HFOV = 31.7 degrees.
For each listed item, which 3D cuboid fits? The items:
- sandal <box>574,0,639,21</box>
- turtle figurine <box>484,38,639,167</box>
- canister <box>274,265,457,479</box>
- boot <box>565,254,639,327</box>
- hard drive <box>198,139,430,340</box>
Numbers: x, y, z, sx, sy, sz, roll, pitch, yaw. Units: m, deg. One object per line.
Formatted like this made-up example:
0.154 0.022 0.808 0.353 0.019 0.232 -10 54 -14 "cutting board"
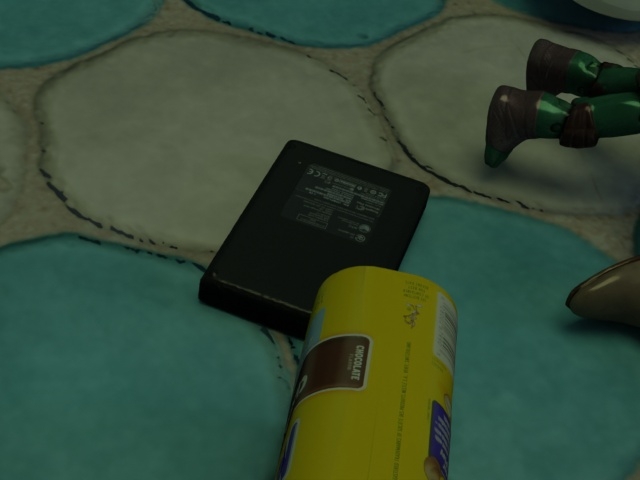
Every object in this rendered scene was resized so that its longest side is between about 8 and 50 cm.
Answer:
0.306 -0.299 0.972 0.169 0.102 0.416 37 57 5 "sandal"
0.230 -0.067 0.695 0.234 0.118 0.175 16 22 25 "turtle figurine"
0.013 0.109 0.463 0.073 0.126 0.170 12 41 0 "canister"
0.207 0.048 0.627 0.118 0.042 0.087 -14 51 -24 "boot"
0.000 0.000 0.647 0.094 0.022 0.135 20 44 8 "hard drive"
